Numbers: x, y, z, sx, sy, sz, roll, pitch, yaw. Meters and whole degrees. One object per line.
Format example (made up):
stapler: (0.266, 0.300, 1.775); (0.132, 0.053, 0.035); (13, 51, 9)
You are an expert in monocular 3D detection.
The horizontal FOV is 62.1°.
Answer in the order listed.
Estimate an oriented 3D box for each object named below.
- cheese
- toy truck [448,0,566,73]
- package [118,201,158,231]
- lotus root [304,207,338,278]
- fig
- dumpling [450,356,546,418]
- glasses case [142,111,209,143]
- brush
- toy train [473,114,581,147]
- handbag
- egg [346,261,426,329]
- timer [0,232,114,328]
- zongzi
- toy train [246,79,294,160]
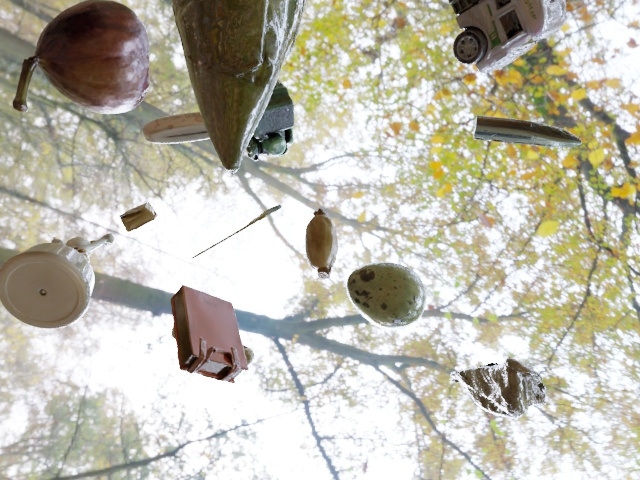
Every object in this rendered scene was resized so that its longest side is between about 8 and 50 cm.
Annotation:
cheese: (-0.240, 0.231, 1.193); (0.043, 0.194, 0.065); (-65, -172, -2)
toy truck: (0.181, -0.328, 0.598); (0.124, 0.114, 0.253); (-21, -83, 50)
package: (-0.410, -0.055, 1.204); (0.071, 0.047, 0.131); (-31, -169, -8)
lotus root: (0.000, 0.000, 1.002); (0.062, 0.073, 0.150); (-12, -120, 18)
fig: (-0.440, -0.334, 0.963); (0.186, 0.250, 0.203); (42, -52, 36)
dumpling: (0.398, 0.340, 1.162); (0.166, 0.332, 0.086); (38, -108, 5)
glasses case: (-0.295, -0.256, 1.196); (0.204, 0.051, 0.081); (-9, -141, -4)
brush: (-0.172, -0.016, 1.074); (0.205, 0.011, 0.083); (-33, -171, -20)
toy train: (0.499, -0.262, 1.274); (0.252, 0.048, 0.055); (8, -130, 9)
handbag: (-0.217, 0.181, 1.032); (0.063, 0.127, 0.190); (-47, -142, 20)
egg: (0.173, 0.141, 1.413); (0.177, 0.228, 0.177); (-56, -162, 29)
timer: (-0.557, 0.050, 1.163); (0.175, 0.175, 0.266); (-49, -161, 15)
zongzi: (-0.055, -0.214, 0.480); (0.125, 0.251, 0.274); (-1, -73, 12)
toy train: (-0.184, -0.388, 1.577); (0.299, 0.167, 0.238); (51, -27, 36)
